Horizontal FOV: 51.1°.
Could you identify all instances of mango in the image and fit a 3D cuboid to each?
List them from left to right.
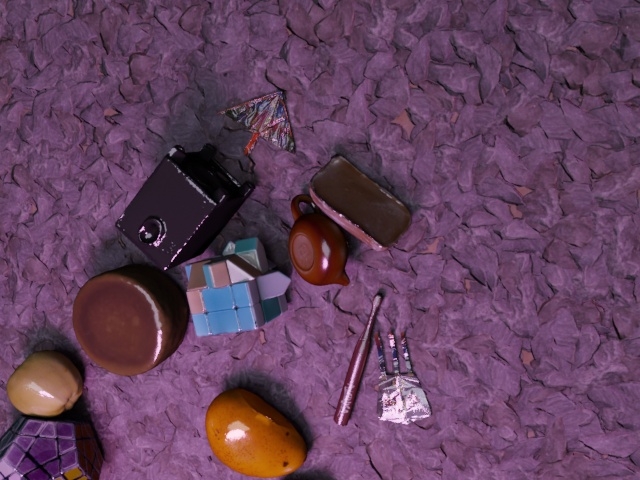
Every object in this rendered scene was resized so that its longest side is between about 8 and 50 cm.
[{"bbox_3d":[-0.172,0.516,1.744,0.290,0.160,0.191,31,99,-1],"label":"mango"}]

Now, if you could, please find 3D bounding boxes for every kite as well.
[{"bbox_3d":[-0.149,-0.295,1.681,0.232,0.009,0.189,33,107,10],"label":"kite"},{"bbox_3d":[0.193,0.346,1.681,0.141,0.015,0.245,-8,100,16],"label":"kite"}]

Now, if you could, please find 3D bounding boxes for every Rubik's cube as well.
[{"bbox_3d":[-0.767,0.629,1.859,0.318,0.319,0.264,3,76,15],"label":"Rubik's cube"},{"bbox_3d":[-0.205,0.108,1.653,0.265,0.224,0.213,-10,95,23],"label":"Rubik's cube"}]

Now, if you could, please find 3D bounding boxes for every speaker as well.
[{"bbox_3d":[-0.329,-0.089,1.647,0.184,0.232,0.254,42,108,4],"label":"speaker"}]

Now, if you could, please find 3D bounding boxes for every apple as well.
[{"bbox_3d":[-0.770,0.400,1.875,0.199,0.200,0.200,2,99,15],"label":"apple"}]

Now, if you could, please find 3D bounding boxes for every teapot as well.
[{"bbox_3d":[0.000,0.000,1.635,0.178,0.135,0.252,-38,68,47],"label":"teapot"}]

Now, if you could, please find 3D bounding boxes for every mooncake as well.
[{"bbox_3d":[-0.500,0.207,1.782,0.284,0.155,0.285,2,100,13],"label":"mooncake"}]

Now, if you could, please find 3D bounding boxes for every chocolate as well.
[{"bbox_3d":[0.086,-0.074,1.591,0.261,0.161,0.083,41,143,10],"label":"chocolate"}]

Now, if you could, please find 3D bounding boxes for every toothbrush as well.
[{"bbox_3d":[0.096,0.303,1.690,0.040,0.041,0.364,18,103,12],"label":"toothbrush"}]
